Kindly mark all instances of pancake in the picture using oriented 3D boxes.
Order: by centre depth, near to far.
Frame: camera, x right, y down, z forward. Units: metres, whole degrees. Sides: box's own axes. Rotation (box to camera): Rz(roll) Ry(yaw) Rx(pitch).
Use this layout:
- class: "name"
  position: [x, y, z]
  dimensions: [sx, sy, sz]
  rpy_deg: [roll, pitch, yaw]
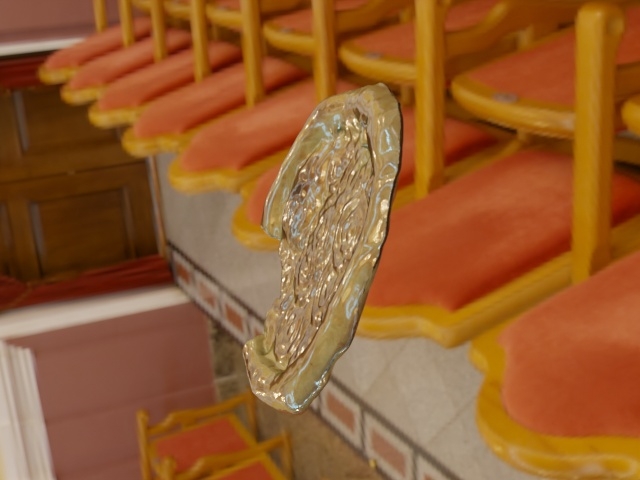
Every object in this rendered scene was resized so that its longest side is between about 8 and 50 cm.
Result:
- class: "pancake"
  position: [0.000, 0.000, 0.725]
  dimensions: [0.212, 0.029, 0.235]
  rpy_deg: [-47, 32, 49]
